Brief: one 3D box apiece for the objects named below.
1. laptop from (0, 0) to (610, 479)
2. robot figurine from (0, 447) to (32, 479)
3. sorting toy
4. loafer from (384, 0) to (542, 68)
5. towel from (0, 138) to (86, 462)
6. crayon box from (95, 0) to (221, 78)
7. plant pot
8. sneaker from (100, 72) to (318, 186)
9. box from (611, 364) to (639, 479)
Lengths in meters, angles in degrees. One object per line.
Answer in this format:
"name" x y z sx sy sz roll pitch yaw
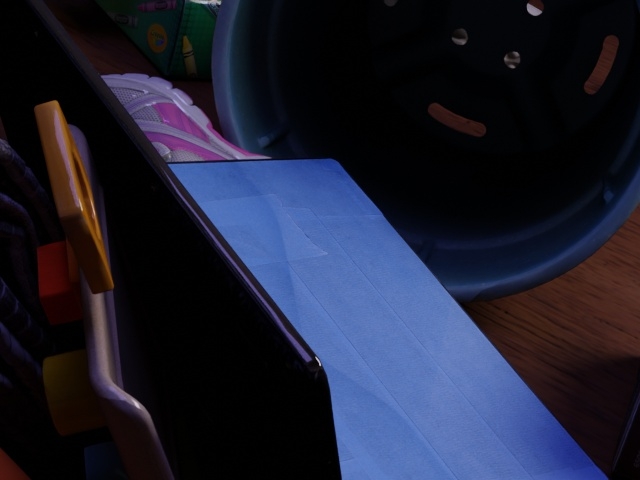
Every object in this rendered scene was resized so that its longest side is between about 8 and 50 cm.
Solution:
"laptop" 0.000 0.000 1.069 0.236 0.408 0.382 -30 57 -16
"robot figurine" -0.188 0.149 0.873 0.128 0.158 0.219 -43 49 -11
"sorting toy" -0.102 0.067 0.890 0.047 0.347 0.196 -16 45 -2
"loafer" 0.101 -0.244 1.872 0.319 0.112 0.111 23 34 18
"towel" -0.243 0.001 0.972 0.235 0.121 0.283 17 -18 20
"crayon box" -0.121 -0.246 1.785 0.165 0.081 0.278 -1 30 -31
"plant pot" 0.121 -0.156 1.485 0.341 0.341 0.334 19 17 8
"sneaker" -0.118 -0.045 1.344 0.252 0.103 0.111 27 26 25
"box" 0.312 0.075 1.256 0.168 0.167 0.203 19 25 9
